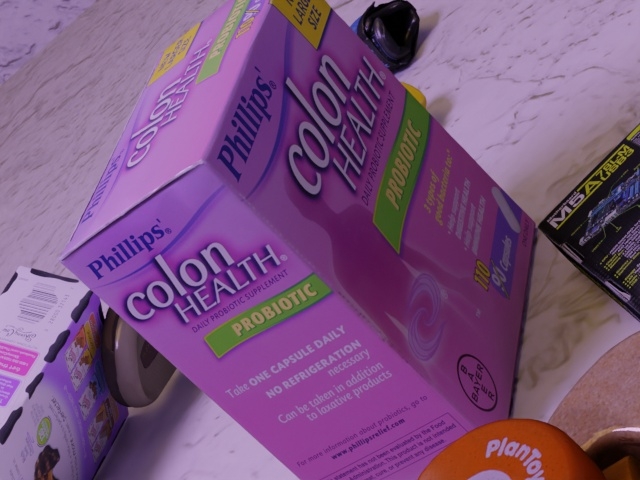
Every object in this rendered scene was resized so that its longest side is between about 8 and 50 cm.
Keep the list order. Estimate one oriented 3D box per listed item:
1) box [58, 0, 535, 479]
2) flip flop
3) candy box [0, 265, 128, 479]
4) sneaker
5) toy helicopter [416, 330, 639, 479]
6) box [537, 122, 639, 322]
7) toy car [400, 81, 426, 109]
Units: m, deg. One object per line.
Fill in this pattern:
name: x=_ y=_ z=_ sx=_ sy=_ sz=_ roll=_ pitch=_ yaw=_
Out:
box: x=0.000 y=0.000 z=0.974 sx=0.117 sy=0.243 sz=0.213 roll=-33 pitch=24 yaw=32
flip flop: x=-0.091 y=0.020 z=1.327 sx=0.080 sy=0.112 sz=0.277 roll=-1 pitch=39 yaw=25
candy box: x=-0.224 y=0.147 z=1.238 sx=0.070 sy=0.165 sz=0.196 roll=13 pitch=49 yaw=17
sneaker: x=0.031 y=-0.152 z=1.454 sx=0.152 sy=0.058 sz=0.084 roll=-49 pitch=11 yaw=-26
toy helicopter: x=0.208 y=0.113 z=0.569 sx=0.235 sy=0.140 sz=0.355 roll=-49 pitch=33 yaw=-9
box: x=0.223 y=-0.036 z=0.899 sx=0.190 sy=0.045 sz=0.184 roll=-46 pitch=18 yaw=3
toy car: x=-0.014 y=-0.020 z=1.245 sx=0.239 sy=0.053 sz=0.225 roll=-15 pitch=40 yaw=-4
